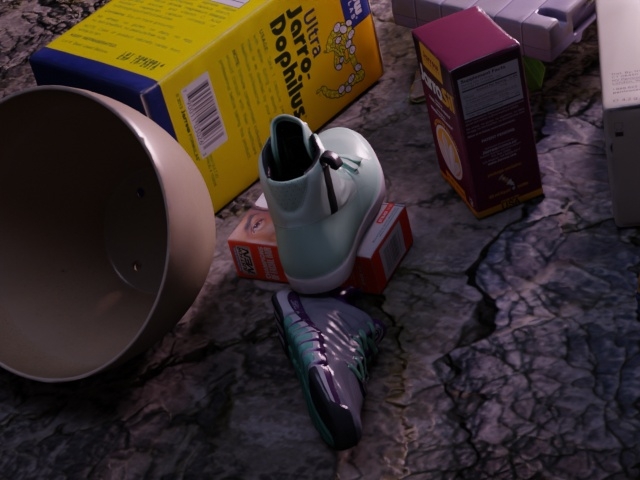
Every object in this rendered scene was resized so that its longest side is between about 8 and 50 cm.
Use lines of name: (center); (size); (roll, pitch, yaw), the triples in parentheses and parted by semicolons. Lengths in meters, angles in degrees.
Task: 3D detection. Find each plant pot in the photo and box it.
plant pot: (-0.214, -0.009, 1.612); (0.284, 0.284, 0.191); (9, 6, 29)

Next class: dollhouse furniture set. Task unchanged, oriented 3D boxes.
dollhouse furniture set: (0.183, -0.192, 1.890); (0.152, 0.058, 0.076); (-16, 38, 32)

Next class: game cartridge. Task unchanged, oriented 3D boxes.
game cartridge: (0.272, -0.338, 1.918); (0.230, 0.068, 0.355); (16, 46, 39)

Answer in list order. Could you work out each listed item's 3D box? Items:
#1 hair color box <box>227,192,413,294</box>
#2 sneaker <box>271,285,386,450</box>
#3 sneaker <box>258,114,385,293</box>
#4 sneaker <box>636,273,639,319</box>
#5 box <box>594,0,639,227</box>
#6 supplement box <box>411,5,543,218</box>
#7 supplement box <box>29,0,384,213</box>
hair color box: (0.000, 0.000, 1.668); (0.167, 0.053, 0.093); (5, 40, 27)
sneaker: (0.023, 0.104, 1.497); (0.098, 0.083, 0.223); (-14, 34, -8)
sneaker: (0.002, -0.080, 1.600); (0.094, 0.151, 0.256); (-7, 33, 12)
sneaker: (0.407, 0.091, 1.381); (0.131, 0.112, 0.296); (-17, 33, -34)
box: (0.354, -0.143, 1.654); (0.127, 0.148, 0.232); (-6, 37, 12)
supplement box: (0.164, -0.133, 1.672); (0.081, 0.188, 0.104); (-22, 36, -9)
supplement box: (-0.122, -0.201, 1.863); (0.194, 0.195, 0.356); (20, 49, 38)
